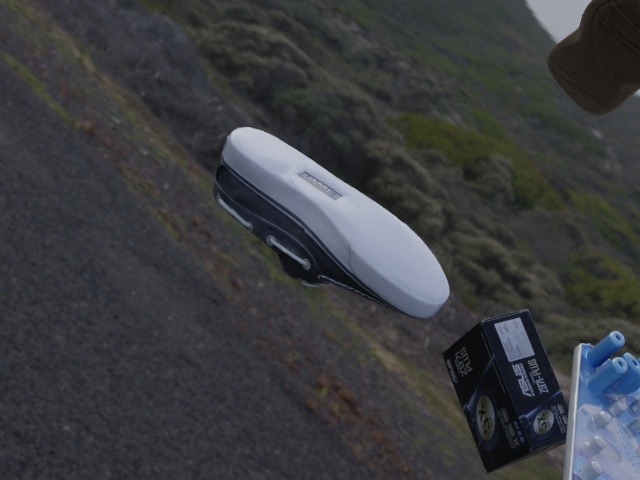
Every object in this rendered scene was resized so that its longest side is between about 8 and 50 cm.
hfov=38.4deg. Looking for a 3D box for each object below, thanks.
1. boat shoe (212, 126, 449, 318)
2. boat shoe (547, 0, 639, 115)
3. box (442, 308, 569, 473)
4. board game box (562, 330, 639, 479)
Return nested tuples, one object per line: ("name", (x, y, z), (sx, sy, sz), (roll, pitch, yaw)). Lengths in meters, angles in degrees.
("boat shoe", (0.000, 0.000, 0.981), (0.301, 0.102, 0.108), (37, 32, 18))
("boat shoe", (0.270, -0.174, 0.737), (0.103, 0.092, 0.285), (45, -6, 0))
("box", (0.252, 0.205, 1.240), (0.147, 0.077, 0.180), (120, -46, -63))
("board game box", (0.385, 0.304, 0.829), (0.390, 0.050, 0.390), (38, 32, -5))
